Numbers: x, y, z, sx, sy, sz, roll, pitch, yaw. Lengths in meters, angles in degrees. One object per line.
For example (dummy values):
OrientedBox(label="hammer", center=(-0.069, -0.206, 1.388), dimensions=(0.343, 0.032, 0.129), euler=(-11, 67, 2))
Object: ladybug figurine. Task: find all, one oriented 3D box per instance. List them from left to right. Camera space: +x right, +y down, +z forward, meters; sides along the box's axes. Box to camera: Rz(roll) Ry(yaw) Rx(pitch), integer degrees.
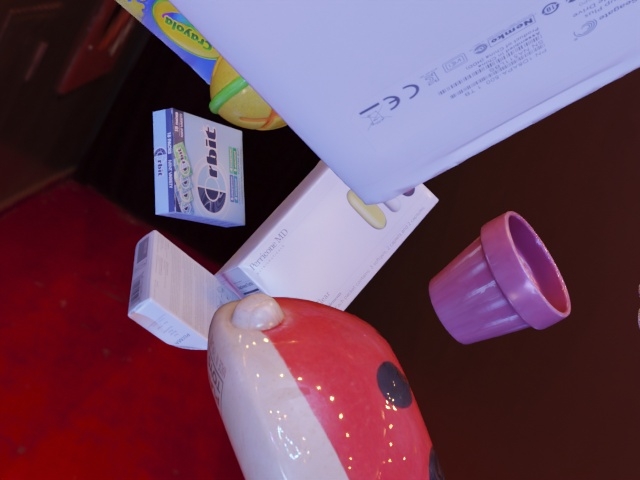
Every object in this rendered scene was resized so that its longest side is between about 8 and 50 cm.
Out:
OrientedBox(label="ladybug figurine", center=(0.023, 0.227, 0.893), dimensions=(0.305, 0.162, 0.449), euler=(-122, -168, -55))

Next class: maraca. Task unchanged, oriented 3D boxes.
OrientedBox(label="maraca", center=(-0.043, -0.168, 0.966), dimensions=(0.099, 0.127, 0.185), euler=(62, 30, -3))

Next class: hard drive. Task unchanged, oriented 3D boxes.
OrientedBox(label="hard drive", center=(0.052, -0.130, 0.411), dimensions=(0.318, 0.210, 0.040), euler=(40, 25, -61))

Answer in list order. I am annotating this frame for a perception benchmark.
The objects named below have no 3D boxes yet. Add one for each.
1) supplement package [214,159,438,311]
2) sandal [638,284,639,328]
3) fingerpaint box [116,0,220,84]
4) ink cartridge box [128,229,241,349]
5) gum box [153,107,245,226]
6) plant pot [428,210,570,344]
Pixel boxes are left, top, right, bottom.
OrientedBox(label="supplement package", center=(0.000, 0.000, 1.335), dimensions=(0.145, 0.262, 0.204), euler=(43, -16, -7))
OrientedBox(label="sandal", center=(0.388, 0.090, 0.999), dimensions=(0.102, 0.076, 0.265), euler=(-11, 5, 18))
OrientedBox(label="fingerpaint box", center=(-0.177, -0.473, 1.138), dimensions=(0.445, 0.371, 0.163), euler=(40, 43, -9))
OrientedBox(label="ink cartridge box", center=(-0.166, 0.087, 1.229), dimensions=(0.179, 0.045, 0.145), euler=(45, 21, -31))
OrientedBox(label="gum box", center=(-0.185, -0.108, 1.478), dimensions=(0.041, 0.157, 0.184), euler=(-6, -8, 28))
OrientedBox(label="plant pot", center=(0.291, 0.079, 1.605), dimensions=(0.201, 0.180, 0.201), euler=(43, 28, -29))
